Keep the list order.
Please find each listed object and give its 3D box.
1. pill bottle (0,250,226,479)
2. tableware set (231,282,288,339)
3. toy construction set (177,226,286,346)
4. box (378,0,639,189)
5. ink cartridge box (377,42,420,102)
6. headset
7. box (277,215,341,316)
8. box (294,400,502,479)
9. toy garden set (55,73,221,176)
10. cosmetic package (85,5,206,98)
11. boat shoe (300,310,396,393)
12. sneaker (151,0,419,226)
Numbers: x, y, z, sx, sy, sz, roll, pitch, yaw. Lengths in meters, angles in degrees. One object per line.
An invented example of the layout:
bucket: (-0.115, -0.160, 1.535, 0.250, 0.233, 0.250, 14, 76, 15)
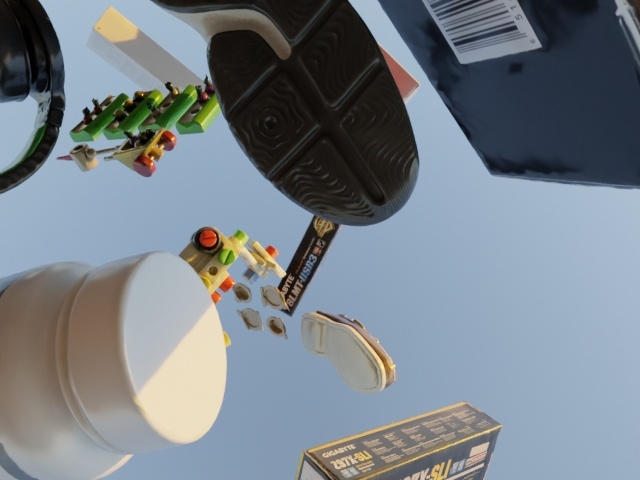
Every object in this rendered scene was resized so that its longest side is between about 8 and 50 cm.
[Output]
pill bottle: (-0.290, 0.136, 0.519, 0.360, 0.204, 0.204, -15, -124, 14)
tableware set: (-0.137, 0.159, 1.228, 0.168, 0.141, 0.020, 5, -151, 35)
toy construction set: (-0.194, 0.102, 0.992, 0.215, 0.151, 0.328, 44, -122, -12)
box: (0.291, -0.382, 0.515, 0.472, 0.480, 0.297, -44, -158, -9)
ink cartridge box: (0.060, -0.369, 1.004, 0.296, 0.261, 0.066, 44, -76, -1)
headset: (-0.418, -0.235, 0.593, 0.185, 0.243, 0.394, 1, -97, 44)
box: (0.000, 0.000, 1.322, 0.073, 0.293, 0.295, 28, -155, 3)
box: (0.094, 0.371, 0.722, 0.322, 0.257, 0.079, 0, -163, -40)
toy garden set: (-0.270, -0.168, 0.758, 0.244, 0.049, 0.204, 1, -136, 25)
cosmetic package: (-0.311, -0.320, 1.007, 0.099, 0.239, 0.060, 4, -119, 60)
boat shoe: (0.066, 0.220, 1.110, 0.096, 0.324, 0.117, 0, -83, -27)
sneaker: (-0.021, -0.222, 0.606, 0.169, 0.257, 0.448, -40, -98, 25)
